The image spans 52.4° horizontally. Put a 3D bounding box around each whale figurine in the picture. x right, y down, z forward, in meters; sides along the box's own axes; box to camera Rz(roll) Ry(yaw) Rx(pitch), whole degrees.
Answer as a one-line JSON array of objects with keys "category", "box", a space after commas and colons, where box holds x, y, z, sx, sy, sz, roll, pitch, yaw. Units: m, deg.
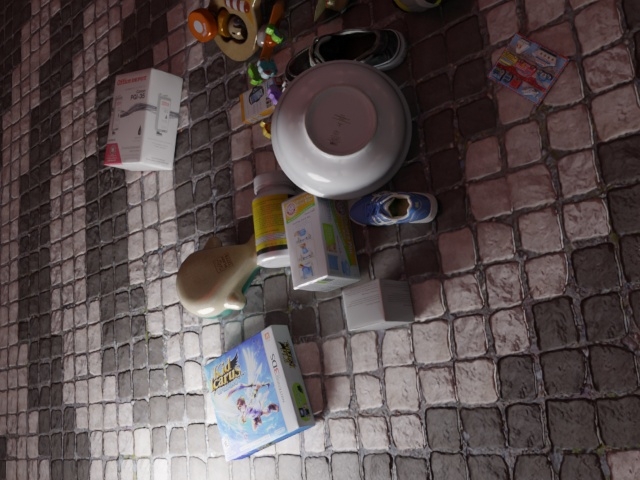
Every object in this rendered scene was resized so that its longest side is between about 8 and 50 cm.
[{"category": "whale figurine", "box": [-0.223, 0.085, 1.623, 0.272, 0.141, 0.216, -33, 61, 6]}]

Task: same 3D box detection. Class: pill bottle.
[{"category": "pill bottle", "box": [-0.098, -0.049, 1.517, 0.119, 0.119, 0.208, -19, 72, 38]}]

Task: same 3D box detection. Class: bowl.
[{"category": "bowl", "box": [0.040, -0.232, 1.309, 0.298, 0.134, 0.297, 0, 90, 3]}]

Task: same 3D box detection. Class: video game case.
[{"category": "video game case", "box": [-0.153, 0.364, 1.545, 0.269, 0.061, 0.244, -35, 61, 33]}]

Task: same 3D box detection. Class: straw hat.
[{"category": "straw hat", "box": [0.039, -0.568, 1.506, 0.061, 0.144, 0.144, 22, 100, 2]}]

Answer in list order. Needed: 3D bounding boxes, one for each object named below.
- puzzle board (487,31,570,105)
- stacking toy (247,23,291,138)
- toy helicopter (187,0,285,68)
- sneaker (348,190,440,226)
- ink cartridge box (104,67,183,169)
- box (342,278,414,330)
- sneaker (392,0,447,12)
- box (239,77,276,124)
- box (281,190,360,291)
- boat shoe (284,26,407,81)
[{"category": "puzzle board", "box": [0.382, -0.320, 1.205, 0.128, 0.011, 0.096, 45, 113, 36]}, {"category": "stacking toy", "box": [-0.119, -0.380, 1.554, 0.167, 0.052, 0.221, -46, 58, 53]}, {"category": "toy helicopter", "box": [-0.171, -0.584, 1.618, 0.235, 0.140, 0.355, 47, 142, 4]}, {"category": "sneaker", "box": [0.137, -0.070, 1.338, 0.211, 0.081, 0.080, -6, 81, 42]}, {"category": "ink cartridge box", "box": [-0.530, -0.356, 1.944, 0.207, 0.117, 0.282, 4, 86, 42]}, {"category": "box", "box": [0.117, 0.131, 1.312, 0.102, 0.101, 0.087, -22, 70, 39]}, {"category": "sneaker", "box": [0.211, -0.652, 1.324, 0.147, 0.145, 0.384, -3, 73, 60]}, {"category": "box", "box": [-0.150, -0.360, 1.671, 0.136, 0.028, 0.081, -16, 73, 36]}, {"category": "box", "box": [0.000, 0.000, 1.425, 0.103, 0.114, 0.203, -23, 68, 37]}, {"category": "boat shoe", "box": [0.029, -0.421, 1.458, 0.335, 0.119, 0.121, -6, 80, 41]}]
